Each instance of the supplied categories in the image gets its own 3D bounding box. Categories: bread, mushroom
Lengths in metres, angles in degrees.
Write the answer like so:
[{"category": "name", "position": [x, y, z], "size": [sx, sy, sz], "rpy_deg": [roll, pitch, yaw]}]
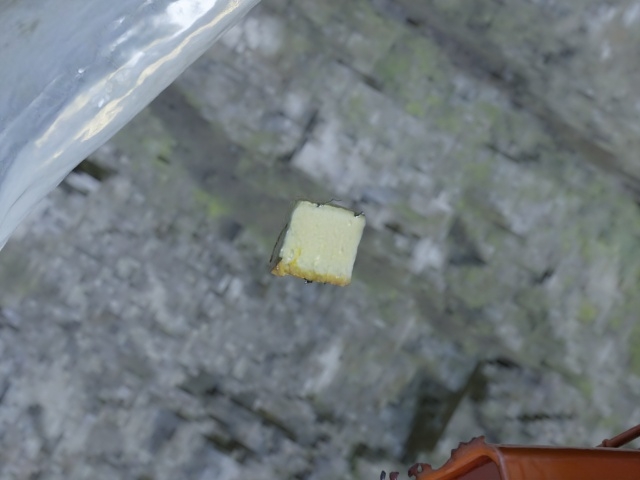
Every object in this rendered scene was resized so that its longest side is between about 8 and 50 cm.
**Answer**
[{"category": "bread", "position": [0.000, 0.000, 1.501], "size": [0.080, 0.084, 0.109], "rpy_deg": [17, -176, -1]}, {"category": "mushroom", "position": [-0.091, -0.108, 0.746], "size": [0.123, 0.351, 0.095], "rpy_deg": [38, 175, 42]}]

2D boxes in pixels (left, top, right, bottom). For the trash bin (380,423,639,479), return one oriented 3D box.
[{"category": "trash bin", "position": [0.157, 0.200, 1.055], "size": [0.238, 0.184, 0.161], "rpy_deg": [17, 140, -41]}]
